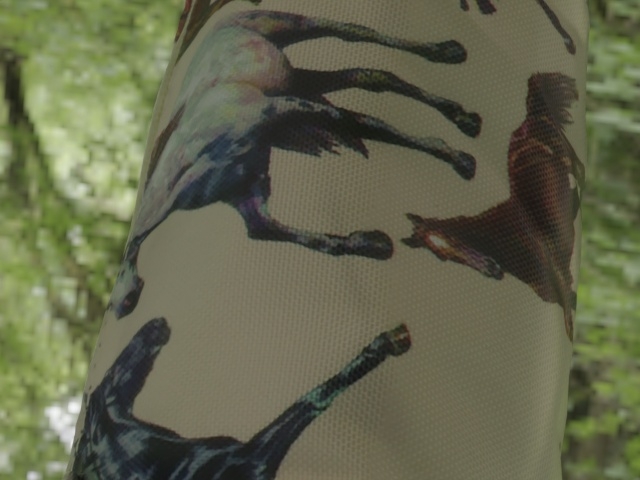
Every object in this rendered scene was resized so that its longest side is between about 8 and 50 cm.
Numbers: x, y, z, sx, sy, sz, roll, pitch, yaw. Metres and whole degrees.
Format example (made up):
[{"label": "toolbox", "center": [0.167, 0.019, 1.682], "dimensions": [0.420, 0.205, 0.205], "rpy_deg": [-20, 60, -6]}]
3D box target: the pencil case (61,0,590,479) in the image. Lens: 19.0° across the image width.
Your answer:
[{"label": "pencil case", "center": [0.000, 0.000, 0.668], "dimensions": [0.183, 0.410, 0.160], "rpy_deg": [15, 153, -13]}]
